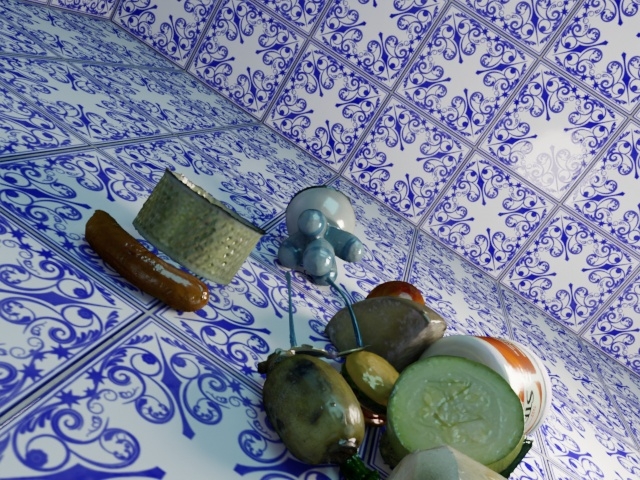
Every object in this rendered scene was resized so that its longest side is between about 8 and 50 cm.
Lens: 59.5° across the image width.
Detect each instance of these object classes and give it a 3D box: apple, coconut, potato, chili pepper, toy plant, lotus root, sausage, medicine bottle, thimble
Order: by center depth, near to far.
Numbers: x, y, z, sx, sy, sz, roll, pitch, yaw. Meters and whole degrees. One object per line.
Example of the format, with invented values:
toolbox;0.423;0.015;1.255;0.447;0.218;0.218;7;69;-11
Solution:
coconut;0.212;0.448;0.832;0.265;0.237;0.237;36;19;3
chili pepper;0.060;0.382;0.997;0.050;0.073;0.182;51;5;-25
lotus root;-0.028;0.280;1.008;0.154;0.154;0.278;17;17;-39
sausage;-0.359;0.047;1.131;0.302;0.076;0.103;36;19;7
thimble;-0.267;-0.028;1.247;0.270;0.150;0.271;34;1;-1
medicine bottle;0.373;0.349;1.308;0.240;0.253;0.252;12;28;-47
potato;0.180;0.202;1.363;0.211;0.264;0.189;3;44;-46
apple;0.216;0.202;1.606;0.173;0.160;0.195;-18;44;-40
toy plant;0.000;0.000;1.633;0.247;0.247;0.332;29;23;-14

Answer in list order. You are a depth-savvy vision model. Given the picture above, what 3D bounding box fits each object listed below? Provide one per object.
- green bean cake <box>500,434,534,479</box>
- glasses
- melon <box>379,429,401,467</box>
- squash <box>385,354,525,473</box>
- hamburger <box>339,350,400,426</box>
green bean cake;0.284;0.426;1.053;0.193;0.208;0.107;16;23;-48
glasses;-0.007;0.182;1.290;0.189;0.088;0.221;7;42;-32
melon;0.178;0.399;1.104;0.162;0.099;0.099;7;32;-49
squash;0.246;0.323;1.035;0.252;0.049;0.252;-4;36;3
hamburger;0.103;0.310;1.178;0.162;0.115;0.162;32;18;-12
